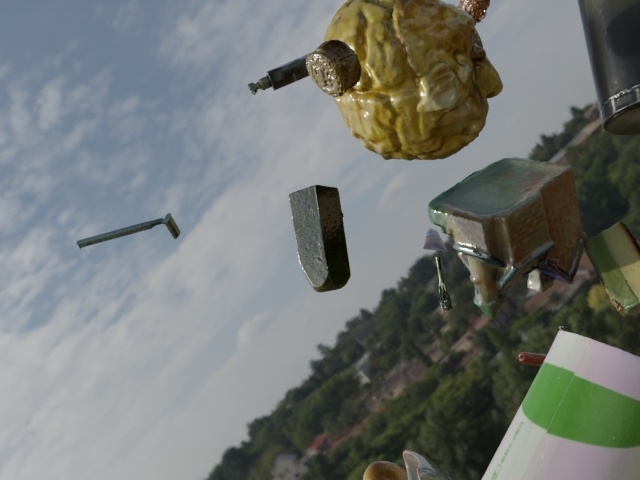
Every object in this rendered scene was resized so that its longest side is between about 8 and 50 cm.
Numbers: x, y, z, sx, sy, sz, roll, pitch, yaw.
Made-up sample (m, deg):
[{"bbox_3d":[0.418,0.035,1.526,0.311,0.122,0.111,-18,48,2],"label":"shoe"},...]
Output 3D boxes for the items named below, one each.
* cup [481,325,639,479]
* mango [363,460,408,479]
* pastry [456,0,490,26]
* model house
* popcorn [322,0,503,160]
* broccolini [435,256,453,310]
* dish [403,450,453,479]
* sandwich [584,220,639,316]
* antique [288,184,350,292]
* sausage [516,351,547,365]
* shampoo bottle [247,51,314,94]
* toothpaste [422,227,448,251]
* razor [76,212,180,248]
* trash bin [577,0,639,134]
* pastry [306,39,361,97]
[{"bbox_3d":[0.320,0.262,0.934,0.253,0.253,0.274,40,-108,-83],"label":"cup"},{"bbox_3d":[0.176,0.559,1.772,0.115,0.178,0.090,-25,-38,-62],"label":"mango"},{"bbox_3d":[0.410,-0.637,2.208,0.063,0.087,0.169,-6,-20,-17],"label":"pastry"},{"bbox_3d":[0.428,0.004,1.809,0.312,0.280,0.245,-31,28,-29],"label":"model house"},{"bbox_3d":[0.176,-0.342,1.689,0.354,0.390,0.344,-69,-10,19],"label":"popcorn"},{"bbox_3d":[0.309,0.109,2.016,0.030,0.140,0.035,-14,-13,29],"label":"broccolini"},{"bbox_3d":[0.191,0.485,1.400,0.077,0.212,0.151,2,-1,-5],"label":"dish"},{"bbox_3d":[0.665,0.096,1.680,0.108,0.186,0.220,-34,35,22],"label":"sandwich"},{"bbox_3d":[0.000,0.000,1.698,0.080,0.221,0.081,-16,-13,40],"label":"antique"},{"bbox_3d":[0.592,0.306,2.037,0.253,0.034,0.034,10,-41,-31],"label":"sausage"},{"bbox_3d":[-0.099,-0.449,2.183,0.207,0.057,0.063,-24,13,-2],"label":"shampoo bottle"},{"bbox_3d":[0.310,0.005,2.213,0.194,0.067,0.043,-73,-10,-77],"label":"toothpaste"},{"bbox_3d":[-0.406,-0.017,1.682,0.211,0.036,0.084,-10,-25,0],"label":"razor"},{"bbox_3d":[0.585,-0.366,1.442,0.203,0.301,0.252,-5,-13,-7],"label":"trash bin"},{"bbox_3d":[0.025,-0.311,1.444,0.057,0.097,0.109,-42,26,-23],"label":"pastry"}]
